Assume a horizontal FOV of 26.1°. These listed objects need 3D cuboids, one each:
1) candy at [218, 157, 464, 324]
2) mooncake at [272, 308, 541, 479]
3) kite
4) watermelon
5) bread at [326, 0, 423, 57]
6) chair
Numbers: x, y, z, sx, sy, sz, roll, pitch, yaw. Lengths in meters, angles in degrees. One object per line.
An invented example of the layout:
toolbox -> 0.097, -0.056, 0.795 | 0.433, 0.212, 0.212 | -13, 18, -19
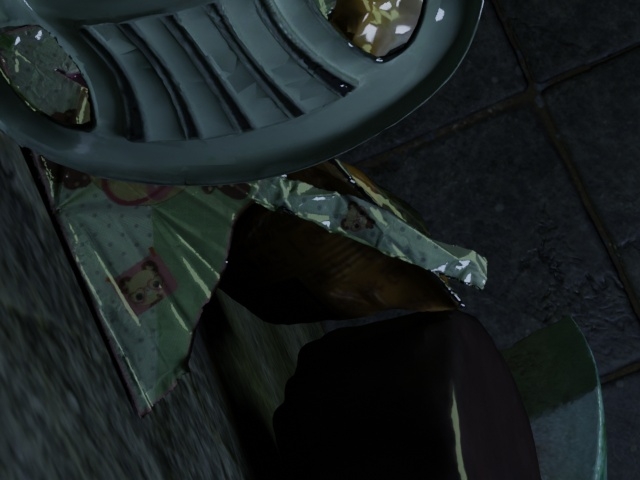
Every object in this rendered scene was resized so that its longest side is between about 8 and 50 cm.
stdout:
candy -> 0.000, 0.000, 0.911 | 0.143, 0.101, 0.271 | 40, -16, -12
mooncake -> 0.065, 0.183, 0.899 | 0.283, 0.141, 0.283 | -17, 90, -75
kite -> -0.030, -0.026, 0.606 | 0.250, 0.229, 0.012 | 25, -17, -19
watermelon -> 0.096, 0.225, 1.131 | 0.228, 0.258, 0.387 | 96, 17, -63
bread -> -0.041, -0.138, 0.766 | 0.149, 0.274, 0.274 | 35, 11, -15
chair -> -0.059, -0.112, 0.401 | 0.274, 0.203, 0.191 | -13, 91, -80
